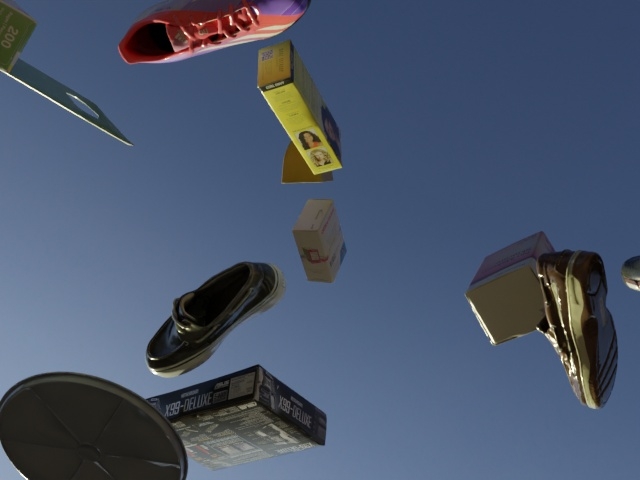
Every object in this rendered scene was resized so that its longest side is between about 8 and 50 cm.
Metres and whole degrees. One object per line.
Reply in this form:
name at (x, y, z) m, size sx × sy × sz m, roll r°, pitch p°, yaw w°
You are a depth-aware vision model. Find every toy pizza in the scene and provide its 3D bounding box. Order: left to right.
toy pizza at (-0.230, 0.205, 0.737) m, size 0.201 × 0.032 × 0.201 m, roll 5°, pitch -58°, yaw 7°

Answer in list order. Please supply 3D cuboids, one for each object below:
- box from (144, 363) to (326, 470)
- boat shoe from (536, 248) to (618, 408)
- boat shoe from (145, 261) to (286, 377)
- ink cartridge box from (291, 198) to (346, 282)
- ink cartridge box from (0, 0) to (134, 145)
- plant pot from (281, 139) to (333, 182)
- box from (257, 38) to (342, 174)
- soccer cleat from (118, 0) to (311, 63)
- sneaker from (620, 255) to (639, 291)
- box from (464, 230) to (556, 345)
box at (-0.178, 0.376, 1.492) m, size 0.307 × 0.077 × 0.242 m, roll -22°, pitch -45°, yaw 27°
boat shoe at (0.365, 0.125, 1.047) m, size 0.095 × 0.095 × 0.257 m, roll 7°, pitch -60°, yaw 42°
boat shoe at (-0.222, 0.134, 1.347) m, size 0.335 × 0.121 × 0.119 m, roll -38°, pitch -37°, yaw 16°
ink cartridge box at (0.000, 0.000, 1.264) m, size 0.052 × 0.088 × 0.122 m, roll 3°, pitch -48°, yaw 21°
ink cartridge box at (-0.270, -0.178, 0.624) m, size 0.235 × 0.171 × 0.056 m, roll 27°, pitch -82°, yaw -36°
plant pot at (-0.026, -0.153, 1.389) m, size 0.081 × 0.081 × 0.083 m, roll -1°, pitch -84°, yaw 18°
box at (-0.028, -0.212, 1.183) m, size 0.058 × 0.087 × 0.232 m, roll -14°, pitch -34°, yaw 17°
soccer cleat at (-0.157, -0.320, 1.057) m, size 0.318 × 0.116 × 0.109 m, roll -5°, pitch -57°, yaw 32°
sneaker at (0.541, -0.015, 1.066) m, size 0.106 × 0.281 × 0.163 m, roll -28°, pitch -85°, yaw -23°
box at (0.408, 0.093, 1.482) m, size 0.148 × 0.232 × 0.127 m, roll -29°, pitch -86°, yaw 28°
